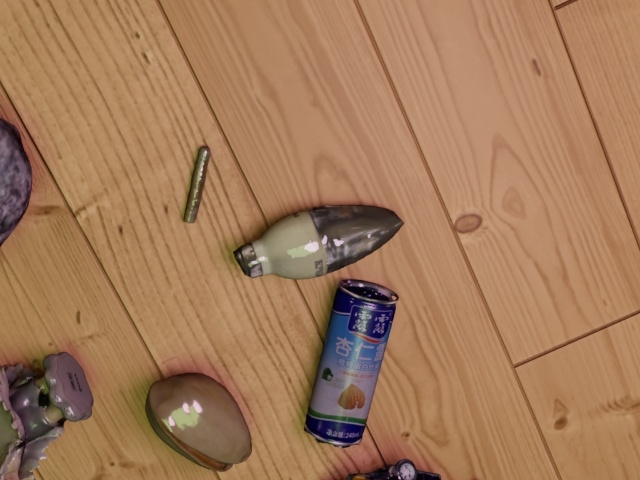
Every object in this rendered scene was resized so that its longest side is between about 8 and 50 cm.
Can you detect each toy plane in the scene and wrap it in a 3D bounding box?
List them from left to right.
[{"bbox_3d":[0.169,0.403,1.260,0.316,0.204,0.103,9,65,-20],"label":"toy plane"}]

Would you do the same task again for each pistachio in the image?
[{"bbox_3d":[-0.181,0.270,1.198,0.124,0.124,0.185,-43,100,8],"label":"pistachio"}]

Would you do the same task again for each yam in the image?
[{"bbox_3d":[-0.178,-0.080,1.163,0.021,0.021,0.116,14,103,-6],"label":"yam"}]

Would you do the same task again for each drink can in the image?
[{"bbox_3d":[0.045,0.183,1.203,0.097,0.097,0.235,12,104,-6],"label":"drink can"}]

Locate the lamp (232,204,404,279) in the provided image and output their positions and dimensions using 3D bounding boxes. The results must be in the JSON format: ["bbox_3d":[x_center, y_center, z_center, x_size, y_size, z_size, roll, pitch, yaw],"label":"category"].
[{"bbox_3d":[0.000,0.000,1.157,0.250,0.101,0.101,-17,105,-11],"label":"lamp"}]

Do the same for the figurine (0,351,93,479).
[{"bbox_3d":[-0.518,0.301,1.182,0.387,0.166,0.207,-31,70,7],"label":"figurine"}]

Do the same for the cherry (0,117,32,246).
[{"bbox_3d":[-0.527,-0.066,1.052,0.296,0.218,0.255,-36,100,-8],"label":"cherry"}]
